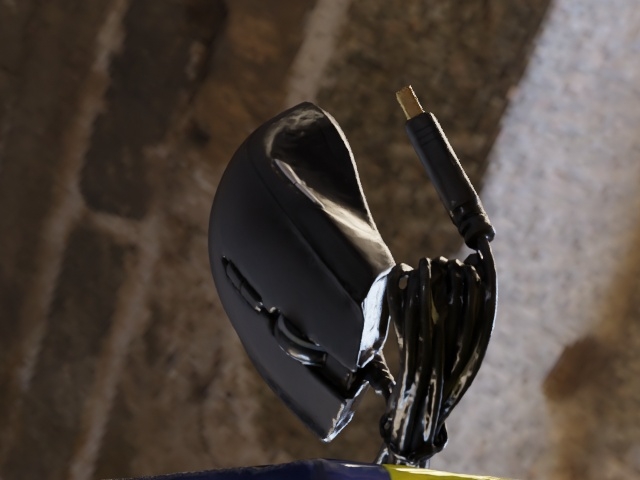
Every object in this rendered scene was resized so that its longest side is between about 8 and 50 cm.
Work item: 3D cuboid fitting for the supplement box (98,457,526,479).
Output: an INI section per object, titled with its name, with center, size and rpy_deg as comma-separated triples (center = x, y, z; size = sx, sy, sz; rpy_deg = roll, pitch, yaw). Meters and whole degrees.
[supplement box]
center = 0.074, 0.188, 0.594
size = 0.357, 0.195, 0.194
rpy_deg = 13, 73, -36

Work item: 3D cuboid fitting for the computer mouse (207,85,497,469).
[computer mouse]
center = 0.000, 0.000, 0.776
size = 0.060, 0.262, 0.184
rpy_deg = 2, 129, -18
